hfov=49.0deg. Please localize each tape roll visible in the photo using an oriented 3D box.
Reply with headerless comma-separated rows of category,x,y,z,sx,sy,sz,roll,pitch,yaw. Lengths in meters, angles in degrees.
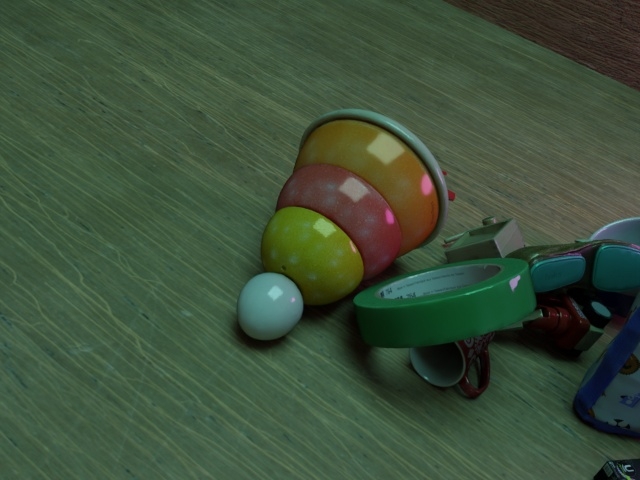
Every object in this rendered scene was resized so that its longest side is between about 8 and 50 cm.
tape roll,0.222,0.108,1.274,0.321,0.077,0.321,-13,5,1

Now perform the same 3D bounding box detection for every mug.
mug,0.260,0.204,1.326,0.113,0.150,0.169,-6,13,38

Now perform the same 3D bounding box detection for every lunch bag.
lunch bag,0.682,0.193,1.313,0.386,0.327,0.239,-4,39,-31

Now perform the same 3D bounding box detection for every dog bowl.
dog bowl,0.748,0.061,1.615,0.265,0.104,0.265,-11,34,8

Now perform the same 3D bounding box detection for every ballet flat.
ballet flat,0.517,0.046,1.431,0.342,0.116,0.124,-5,21,-21

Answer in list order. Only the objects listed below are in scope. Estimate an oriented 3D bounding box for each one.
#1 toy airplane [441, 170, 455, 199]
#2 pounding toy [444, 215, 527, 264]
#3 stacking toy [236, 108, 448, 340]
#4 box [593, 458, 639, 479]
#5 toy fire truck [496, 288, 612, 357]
toy airplane,0.297,-0.159,1.874,0.151,0.028,0.151,11,35,-8
pounding toy,0.371,0.019,1.603,0.206,0.181,0.094,-34,102,-48
stacking toy,0.000,0.000,1.346,0.351,0.350,0.480,29,52,16
box,0.518,0.408,1.182,0.083,0.052,0.062,4,39,-21
toy fire truck,0.433,0.131,1.464,0.246,0.158,0.217,14,34,-23
